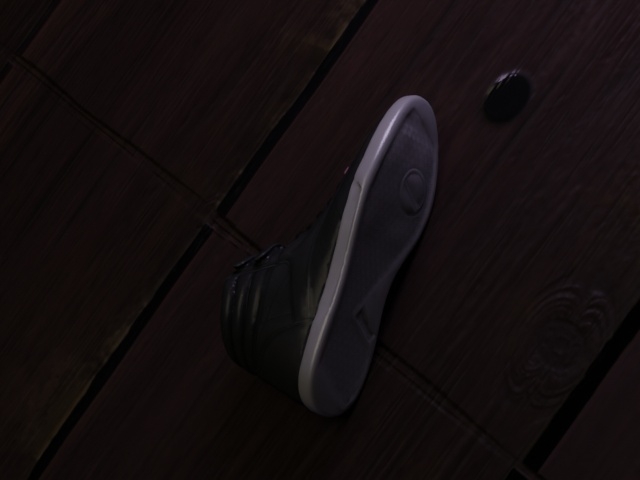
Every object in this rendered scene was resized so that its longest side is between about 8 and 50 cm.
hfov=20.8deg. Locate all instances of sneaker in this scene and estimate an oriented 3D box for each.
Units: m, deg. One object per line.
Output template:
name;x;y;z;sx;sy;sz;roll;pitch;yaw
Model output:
sneaker;0.000;0.000;1.551;0.147;0.104;0.295;12;78;41
